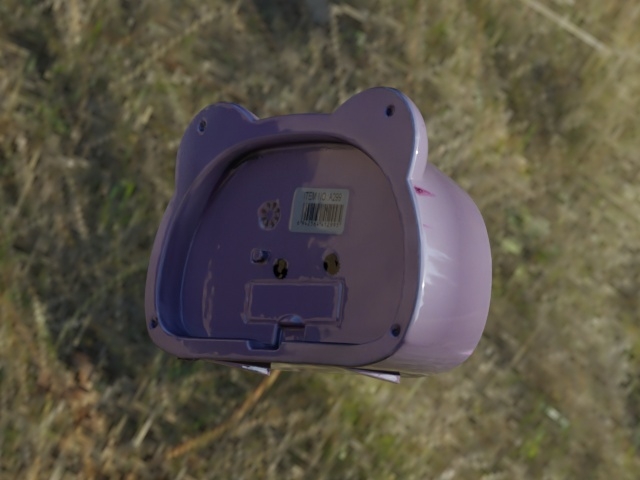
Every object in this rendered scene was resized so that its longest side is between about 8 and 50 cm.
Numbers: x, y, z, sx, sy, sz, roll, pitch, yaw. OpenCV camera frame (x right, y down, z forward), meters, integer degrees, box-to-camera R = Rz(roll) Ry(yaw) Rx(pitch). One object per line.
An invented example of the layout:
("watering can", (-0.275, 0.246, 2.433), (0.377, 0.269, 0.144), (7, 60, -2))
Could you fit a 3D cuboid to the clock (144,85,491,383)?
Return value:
("clock", (0.000, 0.000, 0.710), (0.050, 0.153, 0.110), (14, 79, -45))
